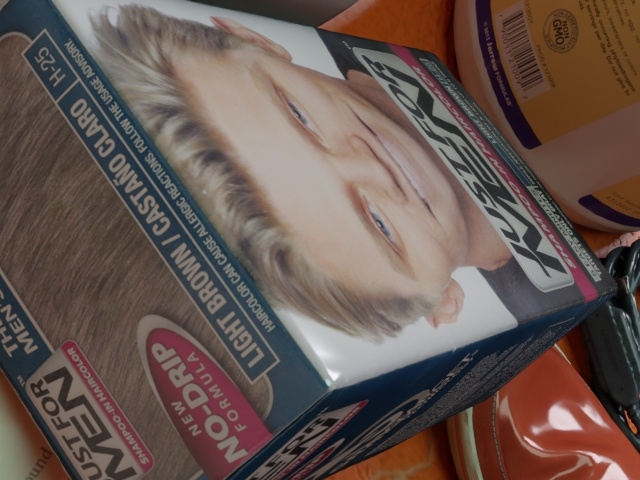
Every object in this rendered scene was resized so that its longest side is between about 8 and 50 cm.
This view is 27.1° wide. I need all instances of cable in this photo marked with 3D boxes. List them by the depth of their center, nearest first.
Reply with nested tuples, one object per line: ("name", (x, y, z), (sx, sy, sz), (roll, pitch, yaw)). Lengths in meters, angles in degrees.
("cable", (0.234, 0.089, 0.886), (0.150, 0.047, 0.185), (-13, 80, -45))

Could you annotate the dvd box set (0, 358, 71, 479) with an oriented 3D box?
("dvd box set", (-0.113, 0.231, 0.483), (0.420, 0.062, 0.308), (38, 74, -22))

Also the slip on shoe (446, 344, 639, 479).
("slip on shoe", (0.186, 0.186, 0.771), (0.123, 0.101, 0.331), (-35, 95, -39))

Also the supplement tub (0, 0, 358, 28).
("supplement tub", (-0.116, -0.234, 0.596), (0.228, 0.228, 0.316), (-16, 85, -41))

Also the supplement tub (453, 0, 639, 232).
("supplement tub", (0.270, -0.157, 0.805), (0.241, 0.331, 0.241), (14, 66, -35))

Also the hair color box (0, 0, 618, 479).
("hair color box", (0.000, 0.000, 0.576), (0.174, 0.105, 0.347), (53, 23, 14))
